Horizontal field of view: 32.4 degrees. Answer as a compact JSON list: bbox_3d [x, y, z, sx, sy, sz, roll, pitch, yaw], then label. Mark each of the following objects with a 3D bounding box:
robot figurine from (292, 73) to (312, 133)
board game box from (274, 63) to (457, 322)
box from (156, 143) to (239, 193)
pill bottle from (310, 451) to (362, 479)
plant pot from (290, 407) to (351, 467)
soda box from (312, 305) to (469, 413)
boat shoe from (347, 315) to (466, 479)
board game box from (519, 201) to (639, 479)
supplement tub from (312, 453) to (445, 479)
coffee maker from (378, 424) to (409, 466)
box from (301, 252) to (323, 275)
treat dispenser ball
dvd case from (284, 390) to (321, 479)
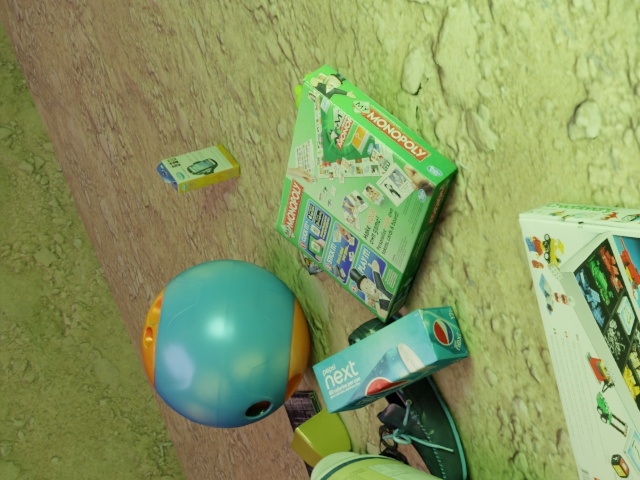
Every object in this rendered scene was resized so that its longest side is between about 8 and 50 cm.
[{"bbox_3d":[0.010,-0.169,1.471,0.101,0.067,0.115,-43,64,34],"label":"robot figurine"},{"bbox_3d":[0.047,-0.050,1.422,0.213,0.046,0.317,41,149,17],"label":"board game box"},{"bbox_3d":[-0.223,-0.127,1.978,0.081,0.136,0.028,50,151,43],"label":"box"},{"bbox_3d":[0.042,0.468,1.876,0.117,0.117,0.215,50,151,42],"label":"pill bottle"},{"bbox_3d":[0.008,0.354,1.920,0.083,0.081,0.081,47,151,22],"label":"plant pot"},{"bbox_3d":[0.088,0.157,1.436,0.210,0.067,0.071,-34,68,41],"label":"soda box"},{"bbox_3d":[0.114,0.234,1.537,0.258,0.089,0.109,63,158,19],"label":"boat shoe"},{"bbox_3d":[0.293,0.118,1.047,0.193,0.053,0.305,12,119,64],"label":"board game box"},{"bbox_3d":[0.115,0.407,1.383,0.316,0.228,0.228,3,111,65],"label":"supplement tub"},{"bbox_3d":[0.050,0.401,1.714,0.171,0.178,0.120,67,158,8],"label":"coffee maker"},{"bbox_3d":[0.000,0.000,1.697,0.094,0.027,0.137,71,159,2],"label":"box"},{"bbox_3d":[-0.162,0.176,1.889,0.288,0.288,0.288,50,151,42],"label":"treat dispenser ball"},{"bbox_3d":[-0.007,0.388,2.064,0.164,0.018,0.221,-22,87,68],"label":"dvd case"}]
